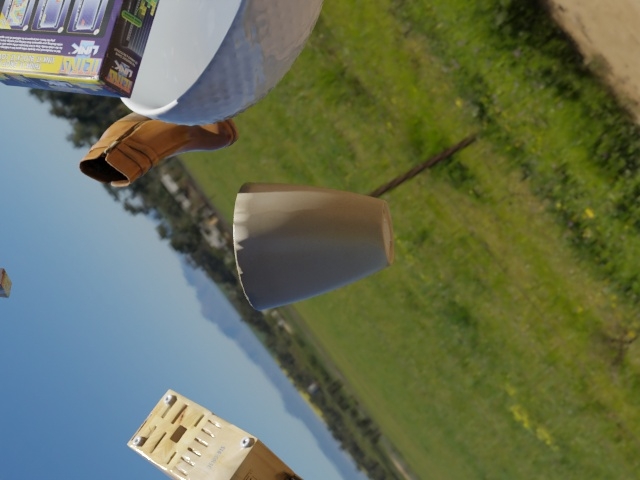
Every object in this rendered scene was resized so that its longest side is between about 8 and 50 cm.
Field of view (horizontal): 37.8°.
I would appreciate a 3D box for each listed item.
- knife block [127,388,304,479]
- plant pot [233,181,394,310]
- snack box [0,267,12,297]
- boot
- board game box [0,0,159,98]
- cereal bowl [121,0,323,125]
[{"bbox_3d":[-0.079,0.316,1.153,0.275,0.088,0.242,16,151,46],"label":"knife block"},{"bbox_3d":[0.000,0.000,1.831,0.256,0.273,0.257,-5,-90,-78],"label":"plant pot"},{"bbox_3d":[-0.692,0.077,1.850,0.100,0.141,0.037,115,161,-70],"label":"snack box"},{"bbox_3d":[-0.327,-0.189,1.884,0.283,0.220,0.109,11,128,21],"label":"boot"},{"bbox_3d":[-0.236,-0.213,0.886,0.170,0.141,0.048,11,173,30],"label":"board game box"},{"bbox_3d":[-0.093,-0.282,1.014,0.141,0.339,0.339,13,-160,-36],"label":"cereal bowl"}]
